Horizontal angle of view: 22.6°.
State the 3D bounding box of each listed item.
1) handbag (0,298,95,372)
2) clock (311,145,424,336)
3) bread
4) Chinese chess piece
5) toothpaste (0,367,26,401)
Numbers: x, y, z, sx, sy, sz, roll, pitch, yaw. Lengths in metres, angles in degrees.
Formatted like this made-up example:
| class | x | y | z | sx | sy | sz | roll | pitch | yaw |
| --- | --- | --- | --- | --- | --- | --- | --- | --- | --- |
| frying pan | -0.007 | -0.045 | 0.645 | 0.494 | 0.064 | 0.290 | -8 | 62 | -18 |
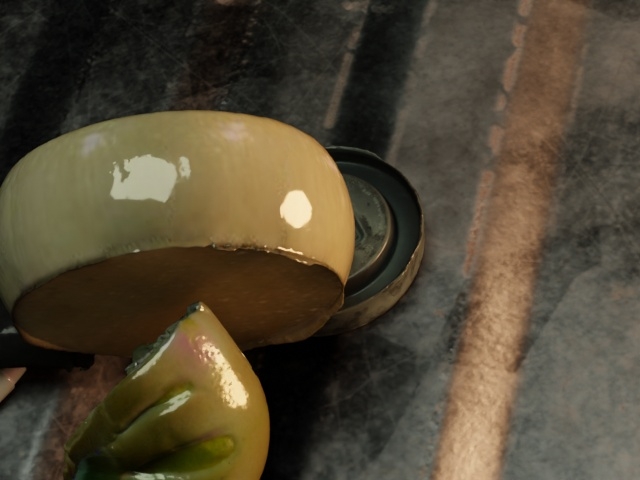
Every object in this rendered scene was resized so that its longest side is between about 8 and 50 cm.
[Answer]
| class | x | y | z | sx | sy | sz | roll | pitch | yaw |
| --- | --- | --- | --- | --- | --- | --- | --- | --- | --- |
| handbag | -0.327 | 0.035 | 1.692 | 0.223 | 0.080 | 0.247 | -5 | 43 | 9 |
| clock | 0.000 | 0.000 | 1.692 | 0.226 | 0.049 | 0.226 | -6 | 53 | 8 |
| bread | -0.130 | 0.184 | 1.441 | 0.156 | 0.261 | 0.158 | 12 | 38 | 21 |
| Chinese chess piece | -0.135 | 0.004 | 1.487 | 0.338 | 0.338 | 0.140 | -8 | 68 | 5 |
| toothpaste | -0.385 | 0.200 | 1.631 | 0.052 | 0.033 | 0.218 | 29 | 66 | 37 |
